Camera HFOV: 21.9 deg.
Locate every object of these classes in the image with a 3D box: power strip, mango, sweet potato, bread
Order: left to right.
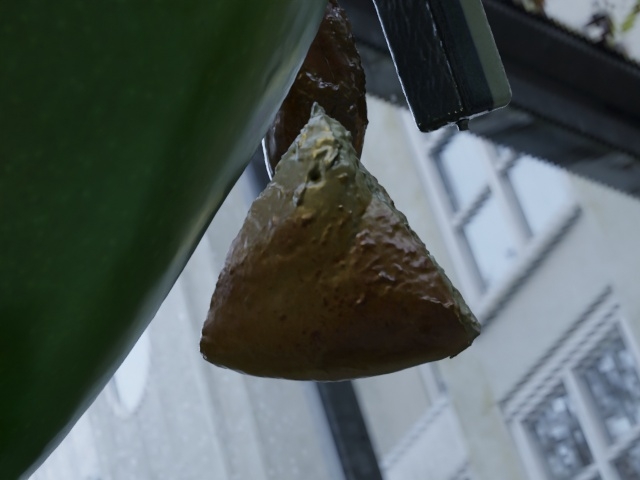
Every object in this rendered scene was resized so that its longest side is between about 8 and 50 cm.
[{"bbox_3d":[-0.126,-0.045,0.512,0.201,0.225,0.382,18,-77,-48],"label":"mango"},{"bbox_3d":[-0.011,0.023,0.864,0.136,0.154,0.054,-37,-23,16],"label":"bread"},{"bbox_3d":[-0.017,-0.196,1.610,0.109,0.385,0.109,-8,-2,0],"label":"sweet potato"},{"bbox_3d":[0.112,-0.234,1.688,0.070,0.257,0.105,-18,1,-30],"label":"power strip"}]
